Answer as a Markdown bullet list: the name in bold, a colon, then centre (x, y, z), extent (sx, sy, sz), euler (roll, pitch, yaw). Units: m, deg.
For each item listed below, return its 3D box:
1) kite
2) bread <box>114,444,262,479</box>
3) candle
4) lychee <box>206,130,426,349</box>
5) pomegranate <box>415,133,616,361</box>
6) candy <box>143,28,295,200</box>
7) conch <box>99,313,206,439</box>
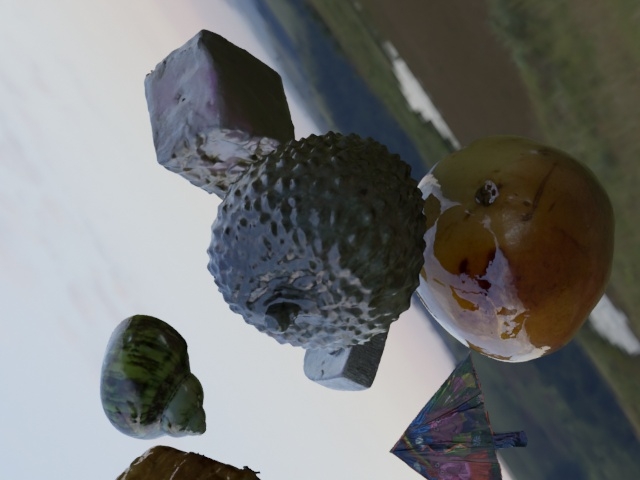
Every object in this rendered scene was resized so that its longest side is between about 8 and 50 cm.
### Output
- **kite**: centre (0.210, 0.327, 2.081), extent (0.016, 0.234, 0.321), euler (-33, -68, -62)
- **bread**: centre (-0.188, 0.372, 1.404), extent (0.195, 0.344, 0.149), euler (15, 126, 25)
- **candle**: centre (0.048, 0.183, 2.249), extent (0.068, 0.192, 0.168), euler (24, -154, -24)
- **lychee**: centre (0.000, 0.000, 1.592), extent (0.255, 0.255, 0.274), euler (54, -139, -37)
- **pomegranate**: centre (0.255, 0.013, 1.830), extent (0.319, 0.319, 0.319), euler (56, -178, -3)
- **candy**: centre (-0.127, -0.158, 1.786), extent (0.185, 0.137, 0.195), euler (30, -143, -44)
- **conch**: centre (-0.253, 0.226, 2.071), extent (0.181, 0.187, 0.124), euler (21, -155, -16)
